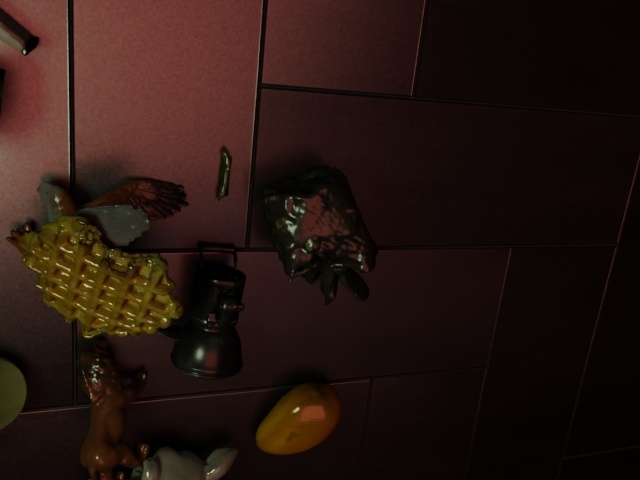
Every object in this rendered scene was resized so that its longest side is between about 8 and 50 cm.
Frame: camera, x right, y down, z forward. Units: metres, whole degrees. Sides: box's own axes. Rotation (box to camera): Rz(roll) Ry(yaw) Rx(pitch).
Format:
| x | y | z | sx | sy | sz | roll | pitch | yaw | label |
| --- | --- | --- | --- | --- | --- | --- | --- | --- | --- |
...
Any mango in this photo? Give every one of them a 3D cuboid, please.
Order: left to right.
| x | y | z | sx | sy | sz | roll | pitch | yaw | label |
| --- | --- | --- | --- | --- | --- | --- | --- | --- | --- |
| -0.051 | 0.408 | 1.429 | 0.219 | 0.112 | 0.145 | -36 | 118 | 7 | mango |

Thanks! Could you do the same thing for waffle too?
| x | y | z | sx | sy | sz | roll | pitch | yaw | label |
| --- | --- | --- | --- | --- | --- | --- | --- | --- | --- |
| -0.370 | 0.067 | 1.059 | 0.291 | 0.051 | 0.291 | 9 | 131 | 11 | waffle |

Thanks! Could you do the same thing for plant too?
| x | y | z | sx | sy | sz | roll | pitch | yaw | label |
| --- | --- | --- | --- | --- | --- | --- | --- | --- | --- |
| 0.000 | 0.000 | 1.259 | 0.189 | 0.199 | 0.276 | -24 | 112 | -5 | plant |

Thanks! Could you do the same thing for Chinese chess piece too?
| x | y | z | sx | sy | sz | roll | pitch | yaw | label |
| --- | --- | --- | --- | --- | --- | --- | --- | --- | --- |
| -0.614 | 0.282 | 1.155 | 0.144 | 0.059 | 0.144 | 16 | 69 | -48 | Chinese chess piece |

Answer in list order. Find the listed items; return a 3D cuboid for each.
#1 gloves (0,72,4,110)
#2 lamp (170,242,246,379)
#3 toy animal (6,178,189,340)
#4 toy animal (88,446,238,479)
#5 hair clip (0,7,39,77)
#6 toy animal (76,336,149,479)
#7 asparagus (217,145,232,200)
| x | y | z | sx | sy | sz | roll | pitch | yaw | label |
| --- | --- | --- | --- | --- | --- | --- | --- | --- | --- |
| -0.640 | -0.184 | 0.955 | 0.313 | 0.135 | 0.210 | 8 | 101 | 8 | gloves |
| -0.205 | 0.140 | 1.237 | 0.147 | 0.172 | 0.227 | 5 | 108 | -21 | lamp |
| -0.399 | 0.034 | 1.153 | 0.302 | 0.225 | 0.284 | 5 | 109 | 1 | toy animal |
| -0.333 | 0.539 | 1.340 | 0.326 | 0.154 | 0.208 | 3 | 114 | -27 | toy animal |
| -0.597 | -0.381 | 0.946 | 0.101 | 0.085 | 0.331 | -38 | 120 | 15 | hair clip |
| -0.413 | 0.344 | 1.216 | 0.097 | 0.312 | 0.157 | -15 | 155 | 22 | toy animal |
| -0.185 | -0.129 | 1.228 | 0.021 | 0.025 | 0.108 | 5 | 107 | -12 | asparagus |
